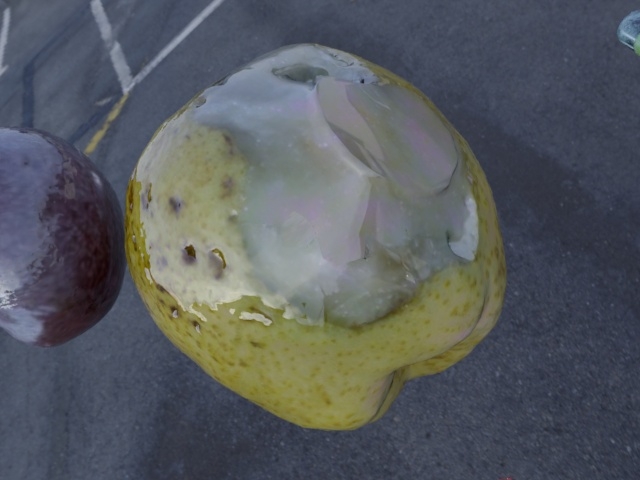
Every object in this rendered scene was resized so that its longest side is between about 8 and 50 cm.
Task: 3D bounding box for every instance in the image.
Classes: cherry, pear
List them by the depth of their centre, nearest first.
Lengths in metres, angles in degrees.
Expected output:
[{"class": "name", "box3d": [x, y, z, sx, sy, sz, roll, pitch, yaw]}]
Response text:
[{"class": "pear", "box3d": [0.000, 0.000, 0.442, 0.271, 0.271, 0.271, -23, 44, 25]}, {"class": "cherry", "box3d": [-0.226, -0.007, 0.478, 0.140, 0.176, 0.176, -38, 38, -13]}]

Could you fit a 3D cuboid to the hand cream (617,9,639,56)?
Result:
[{"class": "hand cream", "box3d": [0.379, -0.187, 0.608, 0.095, 0.046, 0.175, -16, 46, -15]}]

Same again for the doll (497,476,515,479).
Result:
[{"class": "doll", "box3d": [0.459, 0.580, 1.310, 0.194, 0.062, 0.104, 15, 94, 59]}]
